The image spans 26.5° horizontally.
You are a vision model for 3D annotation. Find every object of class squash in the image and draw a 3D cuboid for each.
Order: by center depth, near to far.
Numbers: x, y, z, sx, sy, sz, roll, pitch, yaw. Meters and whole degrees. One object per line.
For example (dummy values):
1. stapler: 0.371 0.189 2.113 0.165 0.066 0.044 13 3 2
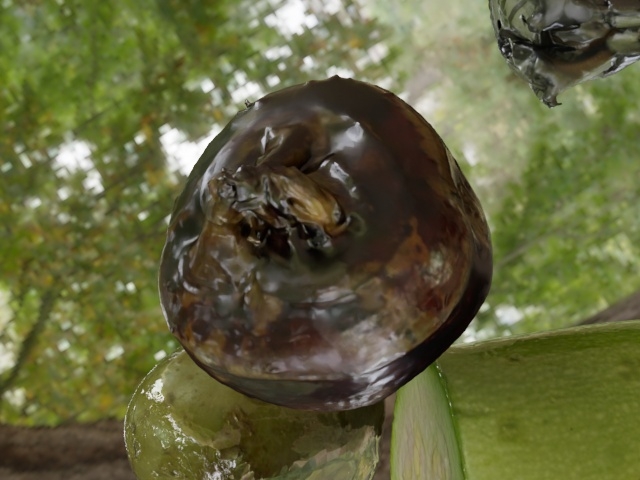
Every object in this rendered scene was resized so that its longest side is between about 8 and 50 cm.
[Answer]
1. squash: 0.224 0.168 1.042 0.233 0.309 0.210 117 150 -67

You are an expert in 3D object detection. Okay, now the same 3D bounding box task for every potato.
1. potato: -0.053 0.172 1.257 0.173 0.210 0.307 34 -164 31

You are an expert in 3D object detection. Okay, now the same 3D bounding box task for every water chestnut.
1. water chestnut: 0.000 0.000 0.883 0.224 0.223 0.238 62 -176 37

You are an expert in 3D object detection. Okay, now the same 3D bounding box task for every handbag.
1. handbag: 0.317 -0.238 1.246 0.327 0.325 0.162 -86 -20 -68
